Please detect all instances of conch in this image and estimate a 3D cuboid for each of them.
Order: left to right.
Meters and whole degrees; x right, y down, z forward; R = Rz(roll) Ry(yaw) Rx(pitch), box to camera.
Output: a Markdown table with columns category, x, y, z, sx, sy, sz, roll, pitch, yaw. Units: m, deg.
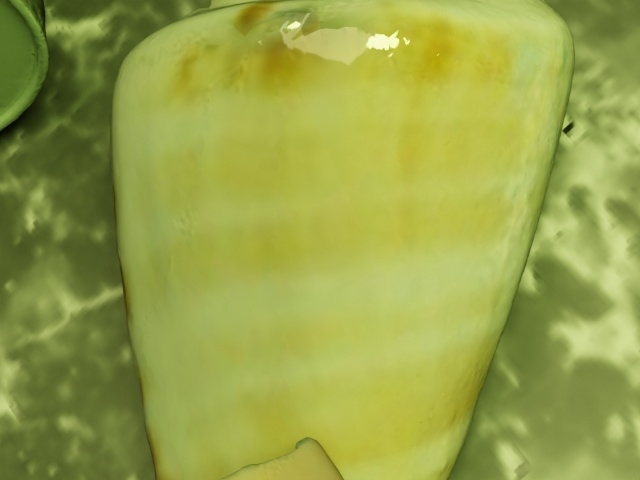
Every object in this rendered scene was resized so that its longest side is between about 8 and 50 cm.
| category | x | y | z | sx | sy | sz | roll | pitch | yaw |
| --- | --- | --- | --- | --- | --- | --- | --- | --- | --- |
| conch | -0.003 | -0.004 | 0.471 | 0.158 | 0.127 | 0.255 | 0 | 75 | 16 |

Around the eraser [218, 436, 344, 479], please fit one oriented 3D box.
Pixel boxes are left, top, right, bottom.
| category | x | y | z | sx | sy | sz | roll | pitch | yaw |
| --- | --- | --- | --- | --- | --- | --- | --- | --- | --- |
| eraser | 0.006 | 0.220 | 0.395 | 0.171 | 0.087 | 0.290 | -36 | 79 | 7 |

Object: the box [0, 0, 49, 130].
| category | x | y | z | sx | sy | sz | roll | pitch | yaw |
| --- | --- | --- | --- | --- | --- | --- | --- | --- | --- |
| box | -0.209 | -0.126 | 0.515 | 0.226 | 0.226 | 0.149 | -9 | 72 | 14 |
